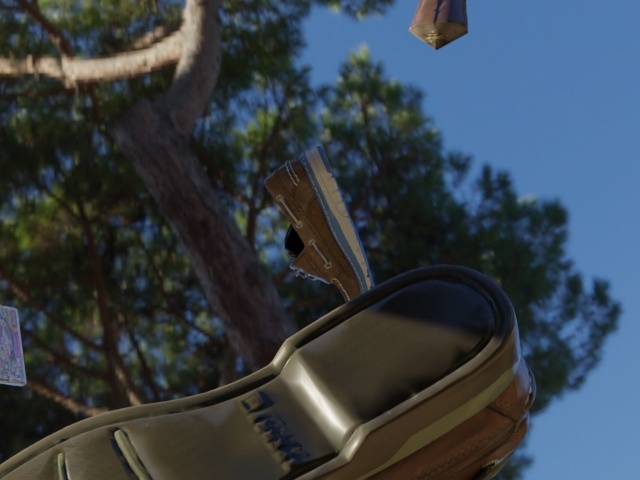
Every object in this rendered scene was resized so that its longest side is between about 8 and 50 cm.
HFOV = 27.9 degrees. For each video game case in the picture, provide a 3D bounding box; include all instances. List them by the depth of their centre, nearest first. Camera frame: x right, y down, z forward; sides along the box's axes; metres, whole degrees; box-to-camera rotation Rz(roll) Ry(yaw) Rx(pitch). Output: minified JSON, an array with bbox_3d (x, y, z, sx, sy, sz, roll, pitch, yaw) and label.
[{"bbox_3d":[-0.354,0.105,1.351,0.011,0.087,0.122,-17,-17,21],"label":"video game case"}]

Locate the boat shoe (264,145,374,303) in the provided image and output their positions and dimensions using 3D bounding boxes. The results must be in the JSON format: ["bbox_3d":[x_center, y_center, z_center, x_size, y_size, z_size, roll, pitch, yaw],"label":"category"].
[{"bbox_3d":[0.000,0.000,1.157,0.066,0.066,0.183,-20,-59,3],"label":"boat shoe"}]

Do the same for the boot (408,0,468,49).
[{"bbox_3d":[0.091,-0.224,1.216,0.106,0.114,0.037,-2,-40,17],"label":"boot"}]

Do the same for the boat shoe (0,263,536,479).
[{"bbox_3d":[-0.037,0.128,0.594,0.307,0.111,0.104,-23,-49,-5],"label":"boat shoe"}]
